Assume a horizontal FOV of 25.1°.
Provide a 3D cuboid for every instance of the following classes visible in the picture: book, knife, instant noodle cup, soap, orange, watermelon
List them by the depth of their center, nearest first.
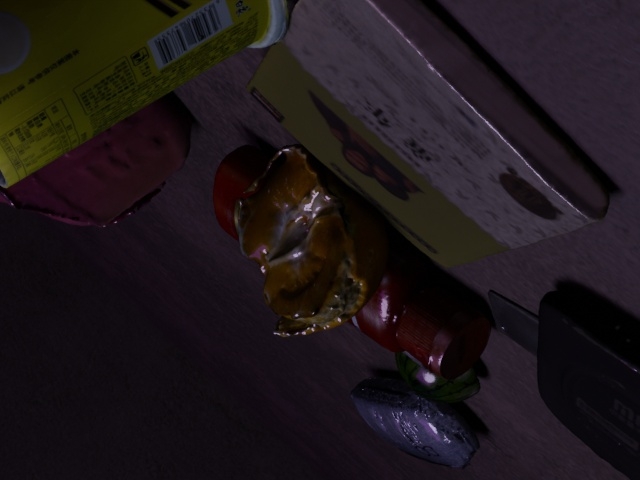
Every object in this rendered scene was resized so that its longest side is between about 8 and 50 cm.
[{"bbox_3d":[-0.204,-0.196,0.985,0.311,0.221,0.311,46,165,16],"label":"instant noodle cup"},{"bbox_3d":[0.061,-0.078,1.048,0.239,0.035,0.352,43,167,-4],"label":"book"},{"bbox_3d":[0.229,0.115,1.192,0.245,0.019,0.072,35,160,37],"label":"knife"},{"bbox_3d":[0.000,0.000,1.262,0.160,0.112,0.170,23,113,46],"label":"orange"},{"bbox_3d":[0.114,0.129,1.477,0.105,0.062,0.105,44,165,15],"label":"watermelon"},{"bbox_3d":[-0.298,-0.142,1.520,0.325,0.220,0.127,50,170,-22],"label":"soap"}]

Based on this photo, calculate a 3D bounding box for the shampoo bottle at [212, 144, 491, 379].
[{"bbox_3d":[0.023,0.022,1.375,0.314,0.076,0.118,36,146,32],"label":"shampoo bottle"}]

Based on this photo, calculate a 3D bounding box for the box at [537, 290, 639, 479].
[{"bbox_3d":[0.246,0.137,1.106,0.212,0.042,0.201,38,158,31],"label":"box"}]

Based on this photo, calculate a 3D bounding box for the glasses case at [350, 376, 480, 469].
[{"bbox_3d":[0.112,0.220,1.762,0.109,0.067,0.282,48,165,-10],"label":"glasses case"}]

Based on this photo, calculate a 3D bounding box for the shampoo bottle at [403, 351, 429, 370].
[{"bbox_3d":[0.049,0.054,1.453,0.207,0.057,0.063,36,170,33],"label":"shampoo bottle"}]
